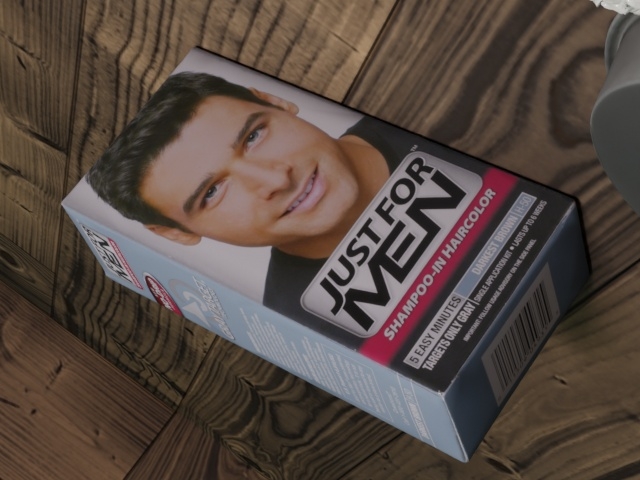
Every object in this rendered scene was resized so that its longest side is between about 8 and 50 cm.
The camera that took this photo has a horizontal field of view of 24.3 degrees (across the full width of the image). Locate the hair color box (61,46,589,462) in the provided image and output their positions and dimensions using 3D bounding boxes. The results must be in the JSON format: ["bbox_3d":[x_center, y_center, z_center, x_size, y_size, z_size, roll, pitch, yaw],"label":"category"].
[{"bbox_3d":[0.000,0.000,1.175,0.375,0.185,0.113,24,156,30],"label":"hair color box"}]

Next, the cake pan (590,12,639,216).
[{"bbox_3d":[0.273,-0.025,0.827,0.293,0.054,0.293,34,166,10],"label":"cake pan"}]

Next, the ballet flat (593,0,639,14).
[{"bbox_3d":[0.263,-0.131,0.601,0.409,0.147,0.147,19,153,49],"label":"ballet flat"}]
